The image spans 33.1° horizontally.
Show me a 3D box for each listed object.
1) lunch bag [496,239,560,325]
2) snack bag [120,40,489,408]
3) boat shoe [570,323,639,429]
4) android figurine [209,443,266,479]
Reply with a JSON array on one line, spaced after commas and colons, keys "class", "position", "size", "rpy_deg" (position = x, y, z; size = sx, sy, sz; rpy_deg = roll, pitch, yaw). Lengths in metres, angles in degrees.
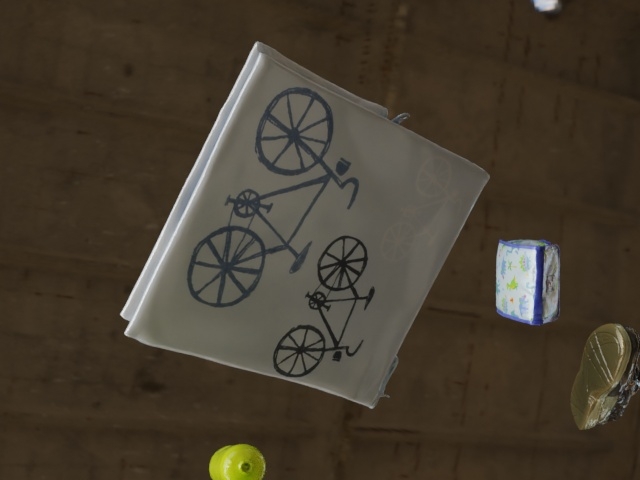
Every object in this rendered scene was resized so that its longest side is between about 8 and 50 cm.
[{"class": "lunch bag", "position": [0.340, 0.065, 1.748], "size": [0.096, 0.151, 0.128], "rpy_deg": [0, -86, 1]}, {"class": "snack bag", "position": [0.000, 0.000, 1.149], "size": [0.343, 0.037, 0.323], "rpy_deg": [21, -82, -33]}, {"class": "boat shoe", "position": [0.402, 0.184, 1.475], "size": [0.074, 0.080, 0.223], "rpy_deg": [-7, -39, -10]}, {"class": "android figurine", "position": [-0.044, 0.302, 0.958], "size": [0.056, 0.273, 0.248], "rpy_deg": [-18, -99, -14]}]
